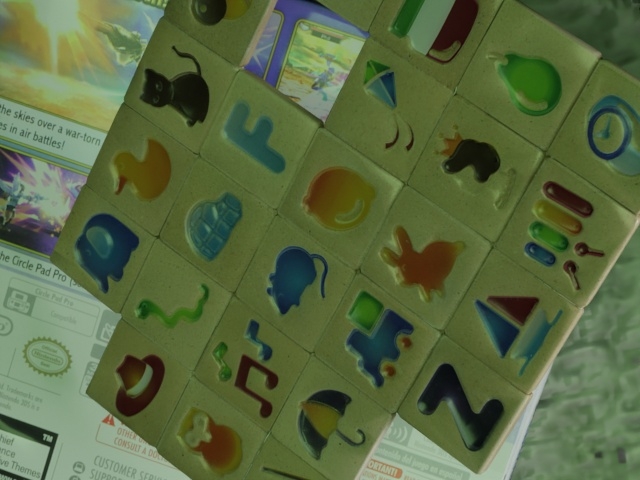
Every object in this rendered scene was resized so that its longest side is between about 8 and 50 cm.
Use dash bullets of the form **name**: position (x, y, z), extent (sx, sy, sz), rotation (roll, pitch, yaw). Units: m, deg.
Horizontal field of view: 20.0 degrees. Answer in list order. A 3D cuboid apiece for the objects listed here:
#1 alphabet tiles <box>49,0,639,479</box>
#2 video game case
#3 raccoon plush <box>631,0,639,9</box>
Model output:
- **alphabet tiles**: position (0.000, 0.000, 0.682), extent (0.198, 0.009, 0.237), rotation (36, 116, 17)
- **video game case**: position (-0.034, 0.017, 0.768), extent (0.269, 0.061, 0.244), rotation (19, 99, 5)
- **raccoon plush**: position (0.156, -0.170, 0.704), extent (0.216, 0.299, 0.446), rotation (-7, 128, -7)
